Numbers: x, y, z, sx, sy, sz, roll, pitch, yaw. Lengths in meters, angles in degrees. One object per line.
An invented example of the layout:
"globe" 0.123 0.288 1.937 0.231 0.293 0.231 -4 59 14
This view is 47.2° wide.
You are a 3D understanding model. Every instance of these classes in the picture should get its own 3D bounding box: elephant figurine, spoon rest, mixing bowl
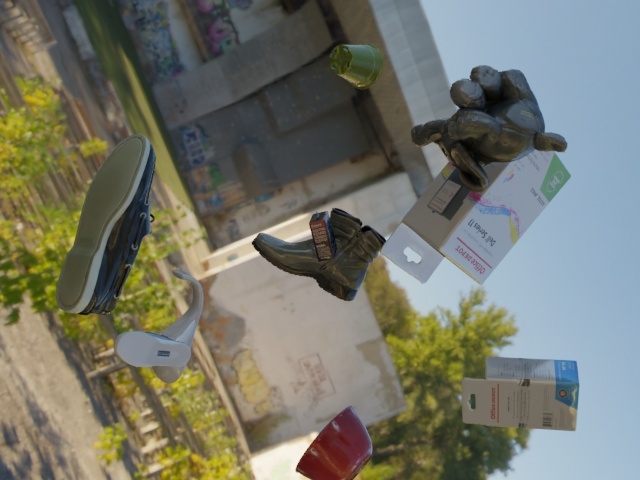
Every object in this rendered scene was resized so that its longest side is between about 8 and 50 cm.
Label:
"elephant figurine" 0.266 -0.169 1.225 0.239 0.169 0.186 106 -22 -65
"spoon rest" -0.342 0.211 1.763 0.137 0.084 0.277 24 -78 48
"mixing bowl" 0.043 0.446 1.526 0.098 0.181 0.181 39 -13 20

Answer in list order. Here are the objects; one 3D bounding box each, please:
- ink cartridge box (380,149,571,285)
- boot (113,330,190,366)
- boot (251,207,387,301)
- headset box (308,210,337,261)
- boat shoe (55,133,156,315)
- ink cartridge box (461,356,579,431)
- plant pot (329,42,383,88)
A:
"ink cartridge box" 0.300 -0.053 1.410 0.207 0.353 0.119 32 8 -48
"boot" -0.355 0.214 1.465 0.086 0.069 0.190 13 -9 38
"boot" 0.000 0.000 1.465 0.246 0.161 0.083 26 16 1
"headset box" 0.004 -0.012 1.321 0.062 0.032 0.083 -72 148 -71
"boat shoe" -0.362 -0.022 1.332 0.113 0.127 0.340 29 73 -49
"ink cartridge box" 0.322 0.247 1.189 0.060 0.180 0.104 -67 154 -56
"plant pot" 0.057 -0.318 1.309 0.079 0.083 0.083 -3 66 -53
